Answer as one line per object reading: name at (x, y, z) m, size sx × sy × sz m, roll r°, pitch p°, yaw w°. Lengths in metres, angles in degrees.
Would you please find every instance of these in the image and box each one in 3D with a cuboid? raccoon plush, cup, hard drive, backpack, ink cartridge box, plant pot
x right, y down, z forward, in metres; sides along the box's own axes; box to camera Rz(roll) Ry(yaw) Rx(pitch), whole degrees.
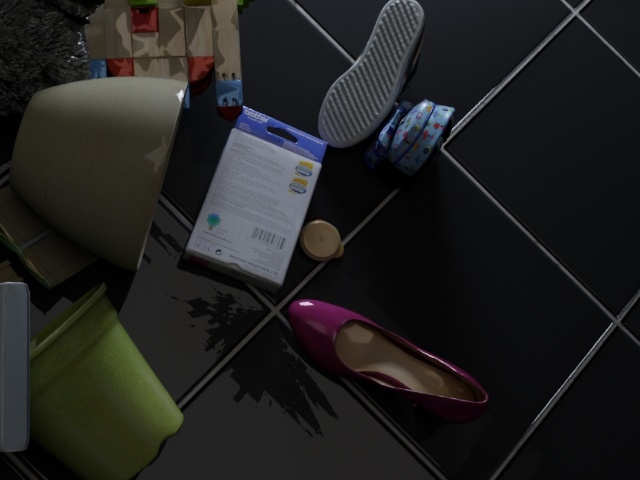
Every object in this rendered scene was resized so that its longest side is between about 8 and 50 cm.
raccoon plush at (-0.544, -0.343, 1.716) m, size 0.216 × 0.446 × 0.299 m, roll 44°, pitch 46°, yaw 19°
cup at (-0.375, -0.133, 1.748) m, size 0.237 × 0.331 × 0.331 m, roll 14°, pitch 68°, yaw -8°
hard drive at (-0.553, 0.193, 1.562) m, size 0.047 × 0.353 × 0.233 m, roll 7°, pitch 77°, yaw -50°
backpack at (0.178, -0.198, 2.020) m, size 0.117 × 0.173 × 0.158 m, roll 33°, pitch 66°, yaw -4°
ink cartridge box at (-0.116, -0.077, 1.949) m, size 0.186 × 0.065 × 0.311 m, roll 22°, pitch 69°, yaw -9°
plant pot at (-0.362, 0.249, 1.669) m, size 0.254 × 0.276 × 0.276 m, roll 49°, pitch 65°, yaw -9°

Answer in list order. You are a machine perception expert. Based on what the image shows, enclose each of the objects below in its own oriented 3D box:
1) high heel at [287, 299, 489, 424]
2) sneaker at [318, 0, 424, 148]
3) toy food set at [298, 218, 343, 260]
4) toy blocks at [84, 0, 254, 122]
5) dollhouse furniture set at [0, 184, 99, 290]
high heel at (0.122, 0.198, 1.860) m, size 0.377 × 0.181 × 0.127 m, roll 29°, pitch 66°, yaw -6°
sneaker at (0.111, -0.313, 2.073) m, size 0.126 × 0.127 × 0.321 m, roll 32°, pitch 90°, yaw 11°
toy food set at (0.000, 0.000, 1.980) m, size 0.083 × 0.020 × 0.082 m, roll -17°, pitch 77°, yaw -21°
toy blocks at (-0.293, -0.333, 1.934) m, size 0.382 × 0.191 × 0.260 m, roll -3°, pitch 81°, yaw -7°
dollhouse furniture set at (-0.545, 0.033, 1.775) m, size 0.197 × 0.151 × 0.301 m, roll 52°, pitch 36°, yaw -2°
